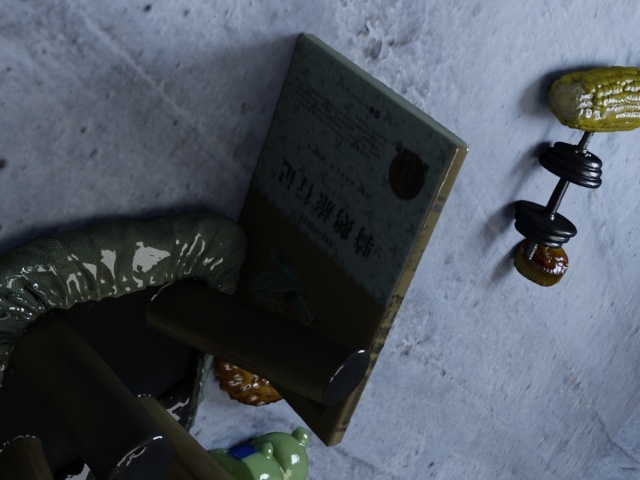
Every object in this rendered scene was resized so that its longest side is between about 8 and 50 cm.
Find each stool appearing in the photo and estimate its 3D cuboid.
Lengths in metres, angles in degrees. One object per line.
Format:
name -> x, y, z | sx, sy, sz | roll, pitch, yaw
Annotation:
stool -> -0.148, 0.164, 0.845 | 0.310, 0.226, 0.310 | -15, 135, -47

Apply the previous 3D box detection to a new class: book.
book -> 0.000, 0.000, 0.891 | 0.021, 0.217, 0.310 | -4, 125, -42

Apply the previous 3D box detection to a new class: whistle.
whistle -> -0.092, 0.290, 1.197 | 0.227, 0.085, 0.105 | -9, 128, -53

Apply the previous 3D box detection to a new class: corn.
corn -> 0.401, -0.197, 1.378 | 0.261, 0.097, 0.097 | -10, 129, -49

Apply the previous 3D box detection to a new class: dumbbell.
dumbbell -> 0.343, -0.065, 1.428 | 0.099, 0.099, 0.209 | -7, 125, -52

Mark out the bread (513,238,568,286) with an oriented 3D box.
bread -> 0.350, 0.029, 1.554 | 0.085, 0.085, 0.053 | -24, 147, -41

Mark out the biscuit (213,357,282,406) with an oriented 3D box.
biscuit -> -0.002, 0.068, 1.137 | 0.305, 0.038, 0.305 | -35, 146, -29
